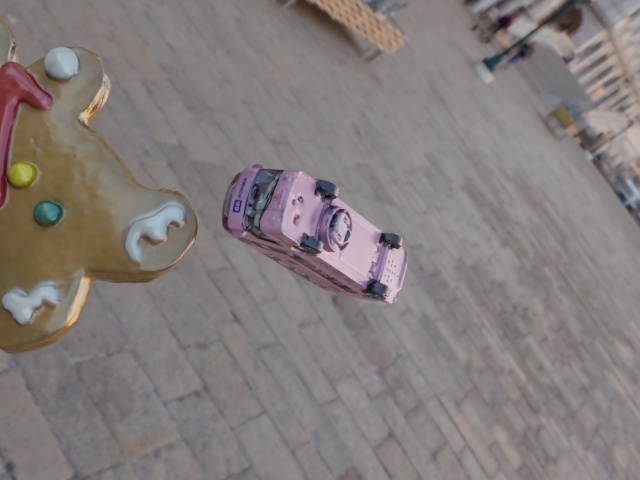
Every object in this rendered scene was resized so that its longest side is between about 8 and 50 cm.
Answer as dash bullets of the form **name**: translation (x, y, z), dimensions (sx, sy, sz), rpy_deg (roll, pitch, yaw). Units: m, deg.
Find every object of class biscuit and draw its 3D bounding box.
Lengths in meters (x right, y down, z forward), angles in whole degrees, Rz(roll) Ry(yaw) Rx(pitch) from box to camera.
- **biscuit**: translation (-0.261, -0.074, 0.830), dimensions (0.340, 0.216, 0.047), rpy_deg (56, -3, 22)

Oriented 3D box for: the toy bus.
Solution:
- **toy bus**: translation (0.000, 0.000, 0.865), dimensions (0.203, 0.090, 0.063), rpy_deg (35, 67, -53)
